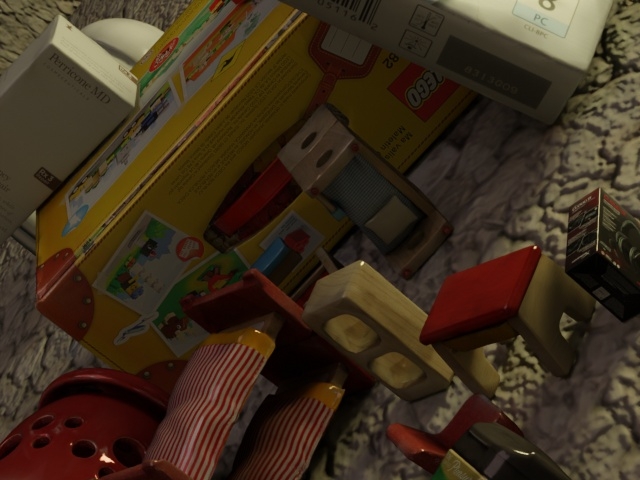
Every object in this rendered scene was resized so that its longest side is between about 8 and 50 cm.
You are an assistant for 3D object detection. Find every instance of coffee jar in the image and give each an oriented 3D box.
[{"bbox_3d":[0.085,0.207,1.171,0.184,0.079,0.096,-52,17,-1],"label":"coffee jar"}]

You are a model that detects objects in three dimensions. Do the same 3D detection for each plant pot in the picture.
[{"bbox_3d":[-0.195,0.219,1.581,0.191,0.191,0.174,-30,22,43],"label":"plant pot"}]

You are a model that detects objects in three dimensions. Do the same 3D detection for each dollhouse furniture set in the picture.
[{"bbox_3d":[0.000,0.000,1.621,0.183,0.129,0.129,-48,21,5],"label":"dollhouse furniture set"},{"bbox_3d":[0.006,0.119,1.377,0.374,0.152,0.201,-24,33,50],"label":"dollhouse furniture set"}]

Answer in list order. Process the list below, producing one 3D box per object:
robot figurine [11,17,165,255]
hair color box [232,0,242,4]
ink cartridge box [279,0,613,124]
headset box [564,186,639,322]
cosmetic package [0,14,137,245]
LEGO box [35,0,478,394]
[{"bbox_3d":[-0.285,-0.143,2.345,0.300,0.200,0.353,6,58,54],"label":"robot figurine"},{"bbox_3d":[-0.040,-0.301,1.770,0.167,0.053,0.093,-19,37,57],"label":"hair color box"},{"bbox_3d":[0.135,-0.320,1.629,0.091,0.308,0.385,114,180,-56],"label":"ink cartridge box"},{"bbox_3d":[0.206,0.007,1.283,0.032,0.062,0.083,-35,25,34],"label":"headset box"},{"bbox_3d":[-0.312,-0.114,1.926,0.231,0.117,0.085,-44,22,20],"label":"cosmetic package"},{"bbox_3d":[-0.069,-0.125,1.882,0.500,0.193,0.372,-46,21,11],"label":"LEGO box"}]
